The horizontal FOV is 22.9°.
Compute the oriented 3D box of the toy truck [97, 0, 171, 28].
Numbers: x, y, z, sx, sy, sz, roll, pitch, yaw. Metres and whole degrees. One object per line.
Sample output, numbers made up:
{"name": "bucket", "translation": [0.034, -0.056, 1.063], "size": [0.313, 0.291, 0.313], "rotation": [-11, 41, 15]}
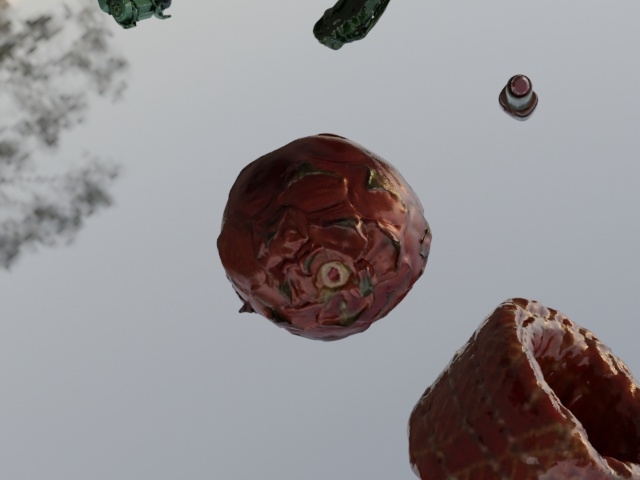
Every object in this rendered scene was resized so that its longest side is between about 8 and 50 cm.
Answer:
{"name": "toy truck", "translation": [-0.253, -0.307, 1.902], "size": [0.080, 0.154, 0.078], "rotation": [-23, 156, -42]}

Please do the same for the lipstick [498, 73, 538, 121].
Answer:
{"name": "lipstick", "translation": [0.320, -0.238, 2.569], "size": [0.057, 0.063, 0.186], "rotation": [-56, 171, -1]}

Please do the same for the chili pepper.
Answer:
{"name": "chili pepper", "translation": [0.052, -0.299, 1.818], "size": [0.073, 0.050, 0.182], "rotation": [36, -70, 34]}

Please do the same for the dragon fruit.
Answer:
{"name": "dragon fruit", "translation": [0.004, -0.002, 1.725], "size": [0.241, 0.241, 0.252], "rotation": [-21, -176, 34]}

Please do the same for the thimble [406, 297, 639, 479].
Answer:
{"name": "thimble", "translation": [0.287, 0.265, 2.011], "size": [0.230, 0.350, 0.350], "rotation": [-49, -164, 24]}
